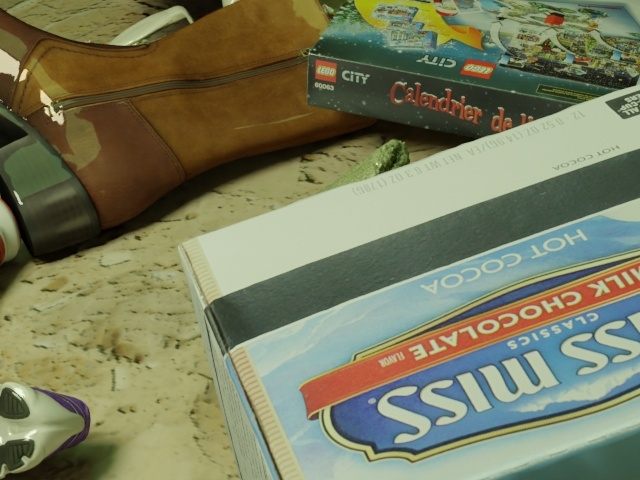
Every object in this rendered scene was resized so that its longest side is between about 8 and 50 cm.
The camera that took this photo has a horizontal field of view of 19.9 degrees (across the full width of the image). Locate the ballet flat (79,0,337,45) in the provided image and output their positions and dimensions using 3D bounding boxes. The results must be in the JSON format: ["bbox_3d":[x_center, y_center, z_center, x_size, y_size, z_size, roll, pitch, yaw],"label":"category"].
[{"bbox_3d":[-0.083,-0.150,1.412,0.241,0.077,0.091,-20,29,-11],"label":"ballet flat"}]

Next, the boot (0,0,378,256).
[{"bbox_3d":[-0.131,-0.146,1.328,0.280,0.096,0.264,-24,58,-16],"label":"boot"}]

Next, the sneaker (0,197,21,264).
[{"bbox_3d":[-0.328,0.010,1.245,0.221,0.087,0.128,0,33,24],"label":"sneaker"}]

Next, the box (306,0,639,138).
[{"bbox_3d":[0.124,-0.130,1.281,0.233,0.044,0.159,12,38,14],"label":"box"}]

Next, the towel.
[{"bbox_3d":[0.000,0.000,1.135,0.110,0.027,0.148,-37,14,41],"label":"towel"}]

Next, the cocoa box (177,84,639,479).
[{"bbox_3d":[0.146,0.090,0.789,0.347,0.231,0.228,-18,32,-7],"label":"cocoa box"}]

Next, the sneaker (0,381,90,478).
[{"bbox_3d":[-0.208,0.115,1.067,0.170,0.068,0.071,-3,-3,31],"label":"sneaker"}]
